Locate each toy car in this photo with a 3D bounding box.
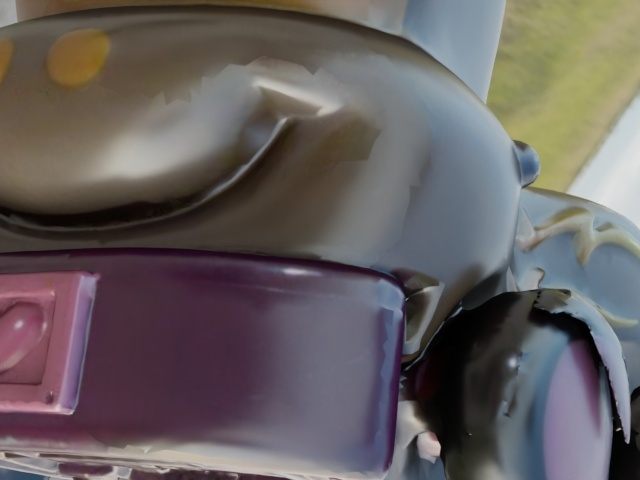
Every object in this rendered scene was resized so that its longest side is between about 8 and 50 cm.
[{"bbox_3d":[0.000,0.000,0.526,0.340,0.271,0.240,29,63,-55],"label":"toy car"}]
